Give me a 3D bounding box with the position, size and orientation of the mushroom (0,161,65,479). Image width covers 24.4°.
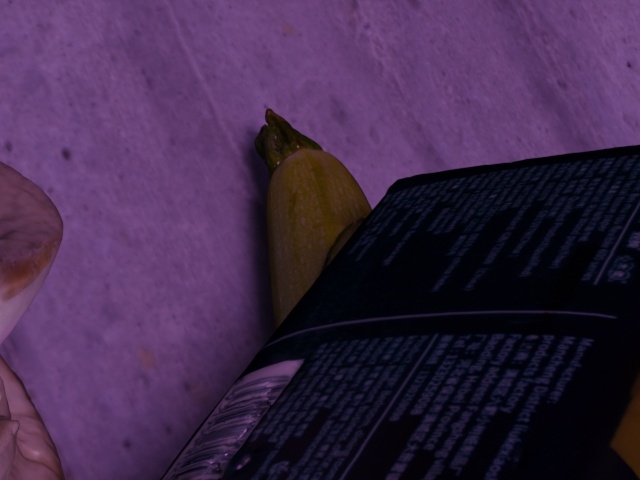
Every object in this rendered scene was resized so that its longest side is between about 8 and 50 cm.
[{"bbox_3d":[-0.195,0.052,0.578,0.260,0.234,0.254,37,18,-43],"label":"mushroom"}]

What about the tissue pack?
[{"bbox_3d":[0.083,0.151,0.719,0.416,0.264,0.253,-54,127,-46],"label":"tissue pack"}]

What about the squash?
[{"bbox_3d":[0.002,0.000,0.910,0.090,0.075,0.200,8,60,-33],"label":"squash"}]
